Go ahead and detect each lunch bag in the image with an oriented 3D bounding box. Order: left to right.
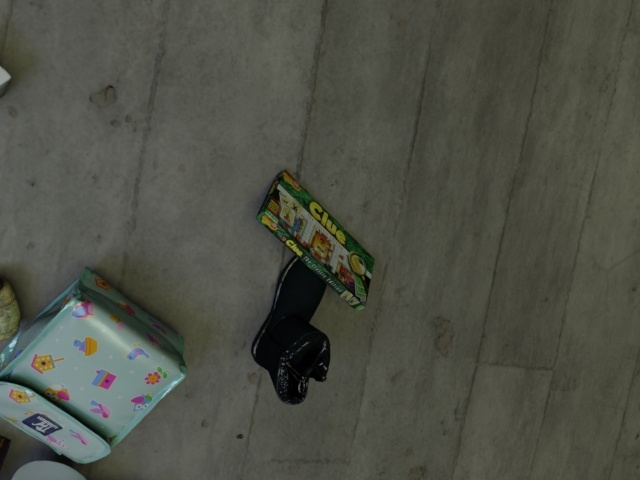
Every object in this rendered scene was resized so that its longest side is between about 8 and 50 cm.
[{"bbox_3d":[-0.379,0.214,0.899,0.262,0.160,0.223,-44,115,2],"label":"lunch bag"}]

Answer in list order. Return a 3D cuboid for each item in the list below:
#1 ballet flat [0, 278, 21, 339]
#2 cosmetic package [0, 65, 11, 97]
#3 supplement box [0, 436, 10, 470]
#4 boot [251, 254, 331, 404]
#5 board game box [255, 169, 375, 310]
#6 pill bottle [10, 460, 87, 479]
[{"bbox_3d":[-0.617,0.158,0.824,0.348,0.123,0.123,-20,104,-18],"label":"ballet flat"},{"bbox_3d":[-0.647,-0.202,0.707,0.284,0.097,0.377,50,60,-18],"label":"cosmetic package"},{"bbox_3d":[-0.584,0.320,0.858,0.188,0.104,0.081,36,84,-22],"label":"supplement box"},{"bbox_3d":[-0.027,0.144,0.999,0.094,0.207,0.247,29,86,-22],"label":"boot"},{"bbox_3d":[0.000,0.000,1.041,0.030,0.136,0.259,-33,115,32],"label":"board game box"},{"bbox_3d":[-0.476,0.501,0.873,0.169,0.169,0.302,29,95,-23],"label":"pill bottle"}]
